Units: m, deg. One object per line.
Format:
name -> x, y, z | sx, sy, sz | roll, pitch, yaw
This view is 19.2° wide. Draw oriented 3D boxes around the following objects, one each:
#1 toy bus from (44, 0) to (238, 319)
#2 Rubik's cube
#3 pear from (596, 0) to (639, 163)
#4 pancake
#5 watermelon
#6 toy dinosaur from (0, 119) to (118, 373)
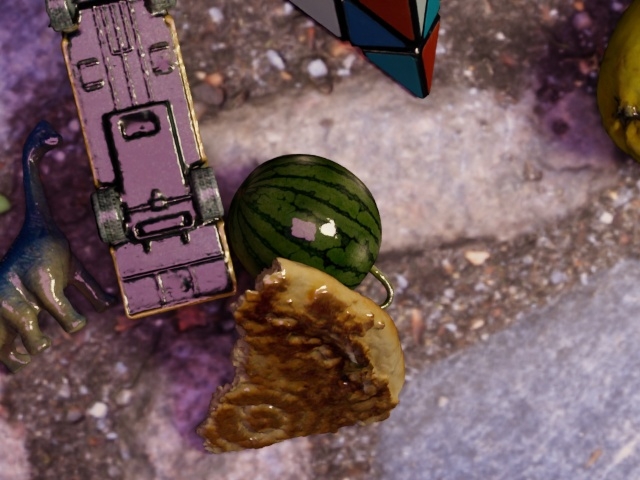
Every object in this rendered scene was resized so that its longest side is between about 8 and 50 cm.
toy bus -> -0.169, -0.102, 1.788 | 0.121, 0.123, 0.335 | -13, 94, -4
Rubik's cube -> 0.095, -0.302, 1.834 | 0.250, 0.284, 0.234 | 47, 64, -30
pear -> 0.385, -0.168, 1.802 | 0.269, 0.212, 0.212 | -28, 95, -21
pancake -> -0.039, 0.122, 1.803 | 0.244, 0.057, 0.266 | -33, 135, 25
watermelon -> 0.000, 0.000, 1.808 | 0.187, 0.141, 0.140 | 34, 89, -24
toy dinosaur -> -0.309, 0.028, 1.821 | 0.248, 0.075, 0.188 | -36, 86, 2
